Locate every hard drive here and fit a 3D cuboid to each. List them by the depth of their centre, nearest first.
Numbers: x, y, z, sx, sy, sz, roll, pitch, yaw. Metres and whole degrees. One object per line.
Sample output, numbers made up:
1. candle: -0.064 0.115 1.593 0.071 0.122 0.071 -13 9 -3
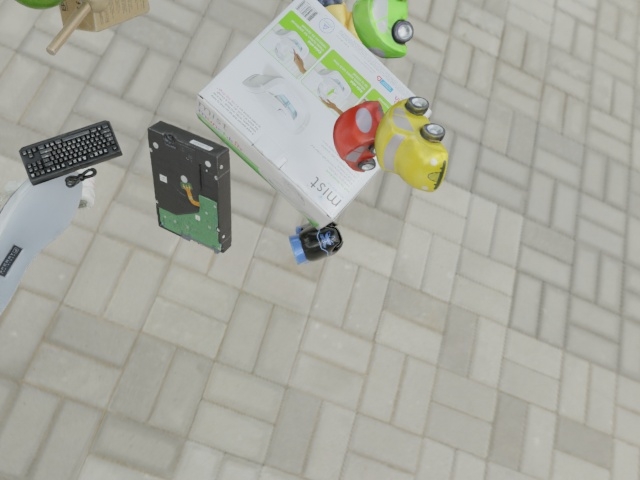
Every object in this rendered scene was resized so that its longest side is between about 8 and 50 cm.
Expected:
1. hard drive: -0.354 -0.140 1.776 0.236 0.339 0.064 23 43 21

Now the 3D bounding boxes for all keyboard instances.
1. keyboard: -0.483 -0.162 1.262 0.180 0.023 0.108 -22 88 -12

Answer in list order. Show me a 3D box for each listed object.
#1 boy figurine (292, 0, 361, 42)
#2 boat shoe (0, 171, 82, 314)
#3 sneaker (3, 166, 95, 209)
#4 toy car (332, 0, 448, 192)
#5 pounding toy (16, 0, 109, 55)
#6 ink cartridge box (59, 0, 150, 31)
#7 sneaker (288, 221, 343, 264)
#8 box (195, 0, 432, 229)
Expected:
1. boy figurine: 0.027 -0.441 1.320 0.285 0.177 0.092 60 36 -25
2. boat shoe: -0.639 -0.011 1.313 0.156 0.136 0.367 20 76 34
3. sneaker: -0.619 -0.132 1.499 0.232 0.090 0.115 2 64 11
4. toy car: 0.059 -0.171 0.664 0.053 0.239 0.225 -5 103 -16
5. pounding toy: -0.413 -0.444 1.026 0.110 0.237 0.183 2 50 23
6. ink cartridge box: -0.436 -0.553 1.270 0.088 0.235 0.193 11 33 16
7. sneaker: 0.000 0.000 1.249 0.090 0.232 0.081 -17 96 6
8. box: -0.013 -0.188 0.968 0.262 0.127 0.231 42 79 -4
